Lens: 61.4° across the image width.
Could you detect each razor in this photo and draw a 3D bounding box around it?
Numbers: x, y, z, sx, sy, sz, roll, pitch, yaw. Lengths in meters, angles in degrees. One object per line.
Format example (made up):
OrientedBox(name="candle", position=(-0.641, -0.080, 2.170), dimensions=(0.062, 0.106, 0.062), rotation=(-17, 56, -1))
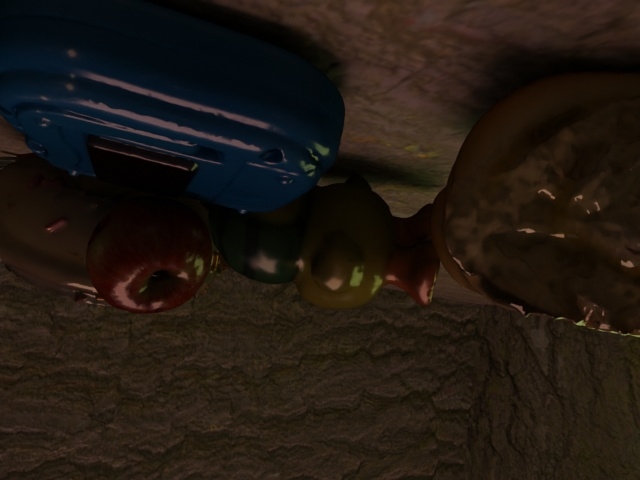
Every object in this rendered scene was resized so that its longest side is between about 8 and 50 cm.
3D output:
OrientedBox(name="razor", position=(-0.512, -0.133, 1.036), dimensions=(0.191, 0.037, 0.068), rotation=(13, 129, -12))

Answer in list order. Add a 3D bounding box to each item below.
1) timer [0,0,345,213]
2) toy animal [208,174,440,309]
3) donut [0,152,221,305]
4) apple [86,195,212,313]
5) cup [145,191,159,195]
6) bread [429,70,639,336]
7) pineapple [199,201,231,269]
OrientedBox(name="timer", position=(-0.153, -0.115, 0.555), dimensions=(0.309, 0.115, 0.340), rotation=(14, 172, -17))
OrientedBox(name="toy animal", position=(-0.002, 0.002, 0.805), dimensions=(0.338, 0.216, 0.191), rotation=(15, 129, 0))
OrientedBox(name="donut", position=(-0.332, -0.030, 0.863), dimensions=(0.383, 0.142, 0.382), rotation=(21, -167, -5))
OrientedBox(name="apple", position=(-0.206, 0.014, 0.660), dimensions=(0.146, 0.146, 0.131), rotation=(14, -152, -38))
OrientedBox(name="cup", position=(-0.273, -0.123, 0.816), dimensions=(0.099, 0.102, 0.074), rotation=(13, 132, -24))
OrientedBox(name="bread", position=(0.262, -0.027, 0.478), dimensions=(0.316, 0.211, 0.270), rotation=(14, -179, 12))
OrientedBox(name="pineapple", position=(-0.338, -0.033, 1.260), dimensions=(0.365, 0.165, 0.165), rotation=(13, 176, 31))
